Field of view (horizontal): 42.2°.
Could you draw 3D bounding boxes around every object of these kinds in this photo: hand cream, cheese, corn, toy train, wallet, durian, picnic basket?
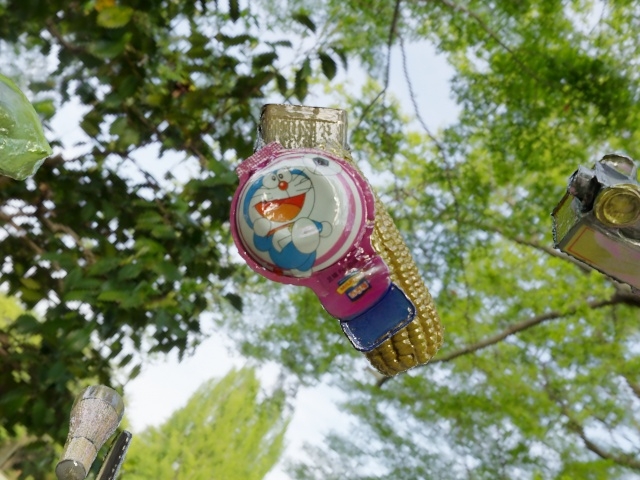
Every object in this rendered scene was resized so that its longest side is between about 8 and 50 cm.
[{"bbox_3d":[-0.360,0.304,1.280,0.084,0.084,0.203,48,10,-16],"label":"hand cream"},{"bbox_3d":[0.000,0.000,0.853,0.244,0.155,0.062,54,-6,15],"label":"cheese"},{"bbox_3d":[0.058,0.024,1.170,0.344,0.131,0.131,62,-26,-3],"label":"corn"},{"bbox_3d":[0.507,-0.024,1.366,0.261,0.134,0.177,27,-58,-5],"label":"toy train"},{"bbox_3d":[-0.248,0.317,0.858,0.025,0.244,0.124,22,-19,-10],"label":"wallet"},{"bbox_3d":[-0.486,-0.180,1.142,0.101,0.139,0.250,-25,-51,39],"label":"durian"},{"bbox_3d":[-0.043,-0.132,1.554,0.165,0.139,0.266,3,-21,-8],"label":"picnic basket"}]
